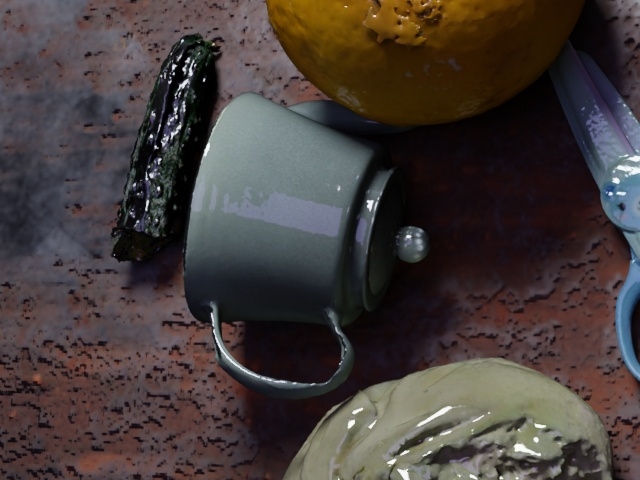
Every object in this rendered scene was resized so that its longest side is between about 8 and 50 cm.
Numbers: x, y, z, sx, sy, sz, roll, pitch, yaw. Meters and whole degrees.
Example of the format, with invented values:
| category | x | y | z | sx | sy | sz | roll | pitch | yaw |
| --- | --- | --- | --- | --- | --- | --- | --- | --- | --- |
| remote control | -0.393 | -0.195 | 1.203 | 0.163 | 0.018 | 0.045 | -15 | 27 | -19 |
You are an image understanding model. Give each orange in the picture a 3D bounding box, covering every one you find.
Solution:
| category | x | y | z | sx | sy | sz | roll | pitch | yaw |
| --- | --- | --- | --- | --- | --- | --- | --- | --- | --- |
| orange | 0.069 | -0.180 | 1.315 | 0.219 | 0.219 | 0.193 | 37 | 137 | 26 |

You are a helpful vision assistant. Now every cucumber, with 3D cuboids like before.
| category | x | y | z | sx | sy | sz | roll | pitch | yaw |
| --- | --- | --- | --- | --- | --- | --- | --- | --- | --- |
| cucumber | -0.115 | -0.070 | 1.455 | 0.053 | 0.053 | 0.181 | 8 | 78 | 25 |

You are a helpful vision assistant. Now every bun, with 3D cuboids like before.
| category | x | y | z | sx | sy | sz | roll | pitch | yaw |
| --- | --- | --- | --- | --- | --- | --- | --- | --- | --- |
| bun | 0.077 | 0.177 | 1.275 | 0.237 | 0.116 | 0.210 | -31 | 68 | 15 |

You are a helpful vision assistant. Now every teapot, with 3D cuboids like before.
| category | x | y | z | sx | sy | sz | roll | pitch | yaw |
| --- | --- | --- | --- | --- | --- | --- | --- | --- | --- |
| teapot | 0.000 | 0.000 | 1.336 | 0.149 | 0.162 | 0.239 | 12 | 60 | 13 |

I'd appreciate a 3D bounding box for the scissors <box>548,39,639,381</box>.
| category | x | y | z | sx | sy | sz | roll | pitch | yaw |
| --- | --- | --- | --- | --- | --- | --- | --- | --- | --- |
| scissors | 0.217 | -0.026 | 1.310 | 0.125 | 0.030 | 0.256 | -30 | 70 | 12 |
